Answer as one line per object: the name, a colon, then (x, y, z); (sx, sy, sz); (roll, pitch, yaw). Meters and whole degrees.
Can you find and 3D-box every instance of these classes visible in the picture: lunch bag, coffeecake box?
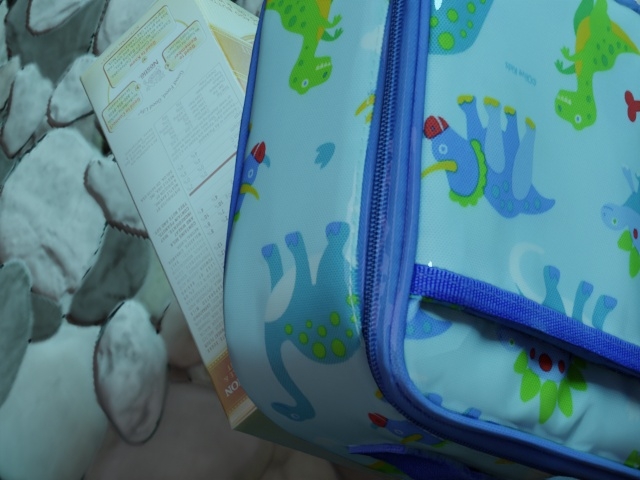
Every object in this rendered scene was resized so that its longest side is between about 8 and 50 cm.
lunch bag: (0.072, 0.003, 0.554); (0.090, 0.219, 0.176); (-9, 66, 44)
coffeecake box: (0.000, 0.000, 0.664); (0.068, 0.142, 0.185); (-42, 52, 19)

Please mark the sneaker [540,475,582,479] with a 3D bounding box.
sneaker: (0.148, 0.129, 0.450); (0.321, 0.180, 0.124); (-35, 13, 22)
